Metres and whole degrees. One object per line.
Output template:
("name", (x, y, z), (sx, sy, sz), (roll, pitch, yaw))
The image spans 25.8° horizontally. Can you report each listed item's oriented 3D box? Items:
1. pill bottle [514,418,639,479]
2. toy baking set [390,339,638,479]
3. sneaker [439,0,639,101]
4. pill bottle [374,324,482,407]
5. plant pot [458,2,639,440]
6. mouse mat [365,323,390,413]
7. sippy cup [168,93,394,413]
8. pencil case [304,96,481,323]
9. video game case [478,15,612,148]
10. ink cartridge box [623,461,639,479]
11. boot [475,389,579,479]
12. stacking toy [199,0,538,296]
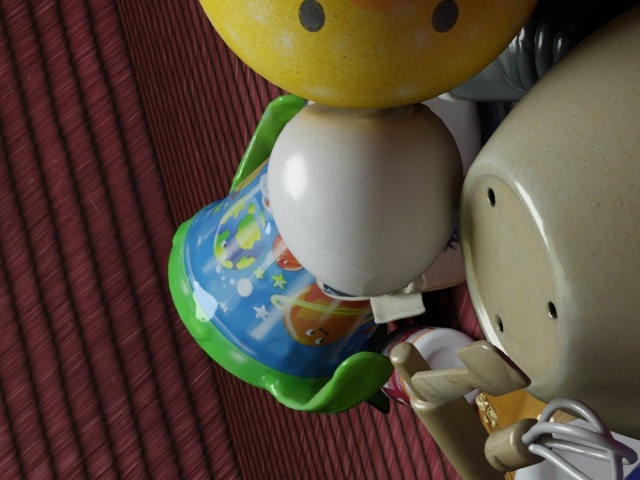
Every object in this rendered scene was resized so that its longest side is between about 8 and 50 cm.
("pill bottle", (0.216, 0.268, 0.982), (0.153, 0.153, 0.264), (-129, 29, -59))
("toy baking set", (0.122, 0.122, 0.780), (0.197, 0.030, 0.256), (17, 148, 55))
("sneaker", (0.161, -0.222, 0.887), (0.147, 0.104, 0.296), (19, 106, 40))
("pill bottle", (0.105, 0.129, 1.413), (0.152, 0.086, 0.086), (175, 81, -76))
("plant pot", (0.188, -0.001, 0.770), (0.284, 0.191, 0.284), (167, 90, -76))
("mouse mat", (0.022, 0.092, 1.544), (0.152, 0.007, 0.189), (38, -151, -25))
("sippy cup", (0.000, 0.000, 1.387), (0.305, 0.240, 0.224), (49, 129, 9))
("pencil case", (0.051, -0.148, 1.111), (0.183, 0.160, 0.410), (-116, 17, -66))
("video game case", (0.168, -0.128, 1.060), (0.274, 0.026, 0.196), (108, 146, -65))
("ink cartridge box", (0.290, 0.259, 0.714), (0.371, 0.069, 0.176), (54, 159, 19))
("boot", (0.184, 0.239, 1.172), (0.211, 0.104, 0.295), (-117, 32, -63))
("stacking toy", (0.035, -0.197, 0.776), (0.350, 0.350, 0.480), (-139, 43, -66))
